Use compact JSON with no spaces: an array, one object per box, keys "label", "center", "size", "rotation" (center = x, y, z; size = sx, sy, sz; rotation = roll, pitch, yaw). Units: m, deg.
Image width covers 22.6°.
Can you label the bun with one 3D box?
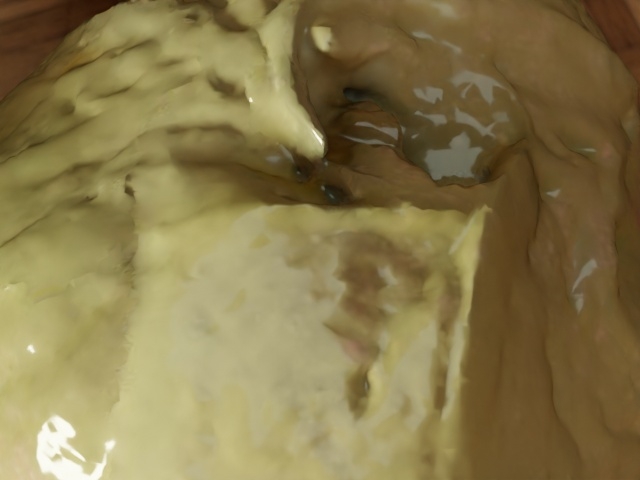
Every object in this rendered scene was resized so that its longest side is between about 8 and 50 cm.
[{"label":"bun","center":[0.000,0.000,0.683],"size":[0.361,0.213,0.361],"rotation":[2,47,-2]}]
